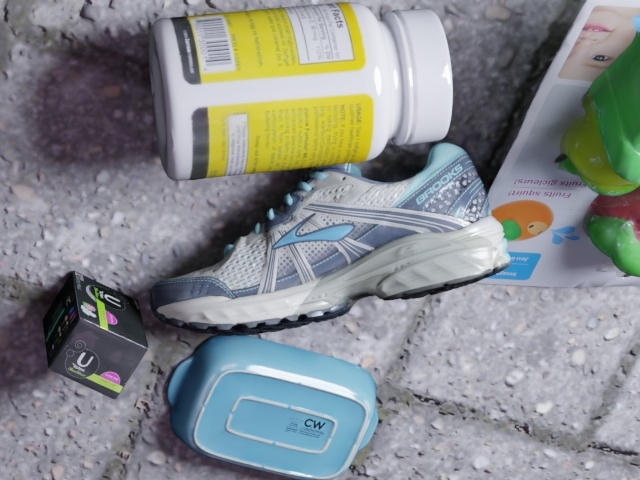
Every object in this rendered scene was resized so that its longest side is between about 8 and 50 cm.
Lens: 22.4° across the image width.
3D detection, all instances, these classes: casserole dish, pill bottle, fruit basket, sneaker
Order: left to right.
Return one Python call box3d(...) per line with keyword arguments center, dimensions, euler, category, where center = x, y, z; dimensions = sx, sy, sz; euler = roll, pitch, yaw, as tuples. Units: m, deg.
box3d(center=(-0.035, 0.145, 1.342), dimensions=(0.188, 0.037, 0.114), euler=(16, 110, -21), category="casserole dish")
box3d(center=(-0.016, -0.112, 1.181), dimensions=(0.208, 0.119, 0.119), euler=(-6, 116, -10), category="pill bottle")
box3d(center=(0.000, 0.000, 1.261), dimensions=(0.283, 0.110, 0.122), euler=(-13, 83, 7), category="sneaker")
box3d(center=(0.298, -0.053, 1.235), dimensions=(0.327, 0.165, 0.353), euler=(2, 139, -14), category="fruit basket")

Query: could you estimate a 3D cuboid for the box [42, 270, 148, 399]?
box3d(center=(-0.175, 0.072, 1.247), dimensions=(0.062, 0.083, 0.052), euler=(27, 106, -23), category="box")
